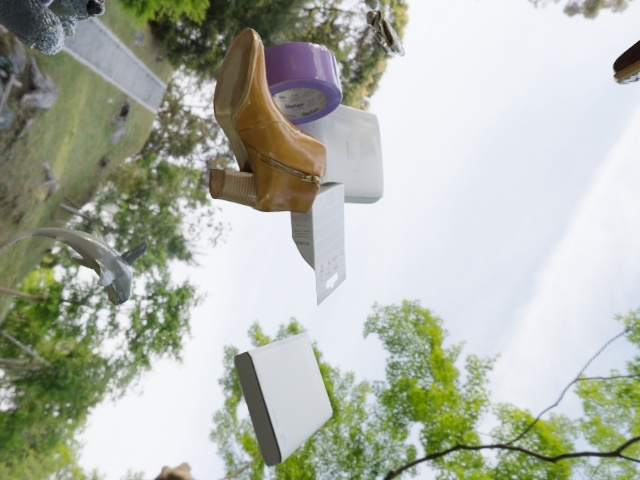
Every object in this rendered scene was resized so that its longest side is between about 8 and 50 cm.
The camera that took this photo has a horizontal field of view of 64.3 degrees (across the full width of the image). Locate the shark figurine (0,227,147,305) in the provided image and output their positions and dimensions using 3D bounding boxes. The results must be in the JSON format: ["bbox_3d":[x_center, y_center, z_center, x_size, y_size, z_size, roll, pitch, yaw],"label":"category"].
[{"bbox_3d":[-0.451,0.042,0.977,0.166,0.278,0.116,-37,-140,16],"label":"shark figurine"}]

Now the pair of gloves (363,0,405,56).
[{"bbox_3d":[0.120,-0.535,1.178,0.042,0.240,0.204,-26,-171,20],"label":"pair of gloves"}]

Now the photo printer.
[{"bbox_3d":[0.036,-0.221,1.295,0.107,0.308,0.255,-4,-91,41],"label":"photo printer"}]

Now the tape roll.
[{"bbox_3d":[-0.055,-0.307,1.018,0.189,0.189,0.080,-23,-107,50],"label":"tape roll"}]

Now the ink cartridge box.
[{"bbox_3d":[0.000,0.000,1.111,0.066,0.189,0.232,8,-72,21],"label":"ink cartridge box"}]

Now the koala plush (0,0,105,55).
[{"bbox_3d":[-0.409,-0.403,0.773,0.196,0.203,0.221,-57,-178,13],"label":"koala plush"}]

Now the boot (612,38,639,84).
[{"bbox_3d":[0.464,-0.353,0.670,0.248,0.090,0.206,-36,-106,32],"label":"boot"}]

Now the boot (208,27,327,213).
[{"bbox_3d":[-0.076,-0.194,0.892,0.104,0.211,0.294,24,-73,49],"label":"boot"}]

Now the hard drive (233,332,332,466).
[{"bbox_3d":[-0.065,0.306,1.046,0.040,0.307,0.202,-21,-100,15],"label":"hard drive"}]
